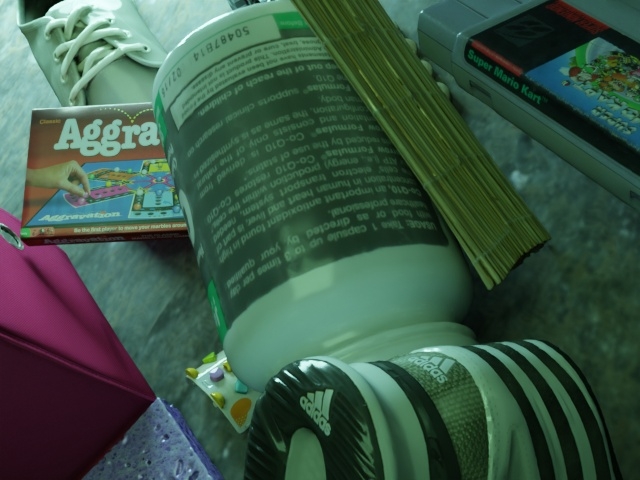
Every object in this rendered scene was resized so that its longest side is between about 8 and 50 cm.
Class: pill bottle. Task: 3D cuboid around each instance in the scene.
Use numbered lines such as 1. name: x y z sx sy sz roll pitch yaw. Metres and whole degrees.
1. pill bottle: 0.000 0.000 0.762 0.204 0.204 0.361 -28 63 15

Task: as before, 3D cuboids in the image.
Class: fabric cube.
1. fabric cube: -0.360 0.122 0.885 0.259 0.254 0.258 -45 51 2

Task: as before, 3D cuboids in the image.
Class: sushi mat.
1. sushi mat: 0.072 -0.110 0.748 0.019 0.151 0.316 -39 81 32

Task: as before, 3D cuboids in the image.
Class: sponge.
1. sponge: -0.130 0.252 0.825 0.117 0.031 0.210 -45 52 2

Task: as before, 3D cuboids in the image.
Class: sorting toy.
1. sorting toy: -0.078 0.121 0.865 0.075 0.045 0.083 -40 50 -19

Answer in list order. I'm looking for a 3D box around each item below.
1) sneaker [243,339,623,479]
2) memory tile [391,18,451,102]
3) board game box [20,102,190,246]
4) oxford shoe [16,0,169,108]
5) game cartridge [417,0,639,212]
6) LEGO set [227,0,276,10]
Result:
1. sneaker: 0.074 0.260 0.600 0.169 0.257 0.448 43 130 47
2. memory tile: 0.059 -0.154 0.944 0.113 0.012 0.148 -36 52 8
3. board game box: -0.155 -0.072 0.937 0.281 0.027 0.145 -3 68 3
4. oxford shoe: -0.248 -0.198 1.071 0.169 0.130 0.449 -34 56 4
5. game cartridge: 0.267 -0.128 0.723 0.230 0.068 0.355 -25 48 -25
6. LEGO set: 0.011 -0.318 0.944 0.331 0.192 0.255 -35 38 -10
